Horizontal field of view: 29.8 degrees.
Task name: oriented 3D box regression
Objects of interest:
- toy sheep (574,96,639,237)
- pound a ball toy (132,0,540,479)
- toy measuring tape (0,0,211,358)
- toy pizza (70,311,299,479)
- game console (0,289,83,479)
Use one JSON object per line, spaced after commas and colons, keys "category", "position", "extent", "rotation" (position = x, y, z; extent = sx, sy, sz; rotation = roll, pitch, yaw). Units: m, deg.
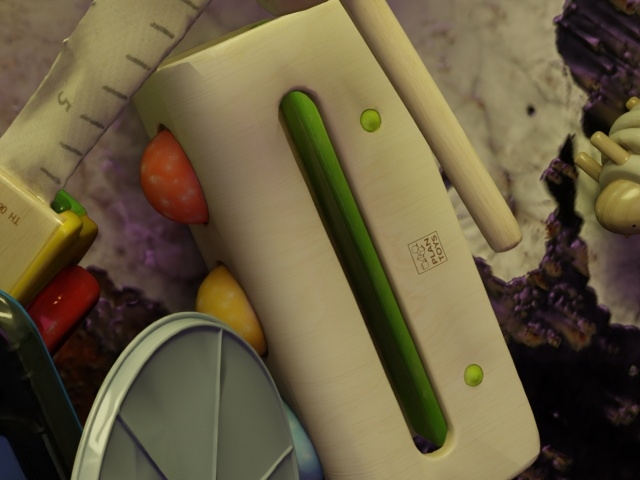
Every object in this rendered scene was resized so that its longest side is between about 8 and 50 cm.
{"category": "toy sheep", "position": [0.218, -0.052, 0.757], "extent": [0.132, 0.091, 0.091], "rotation": [-45, 107, -17]}
{"category": "pound a ball toy", "position": [0.000, 0.000, 0.613], "extent": [0.136, 0.208, 0.319], "rotation": [-27, 103, -17]}
{"category": "toy measuring tape", "position": [-0.130, -0.030, 0.576], "extent": [0.121, 0.121, 0.330], "rotation": [33, 113, -19]}
{"category": "toy pizza", "position": [-0.061, 0.133, 0.535], "extent": [0.032, 0.201, 0.201], "rotation": [-5, 98, 23]}
{"category": "game console", "position": [-0.221, 0.183, 0.528], "extent": [0.173, 0.250, 0.293], "rotation": [-53, 133, -51]}
